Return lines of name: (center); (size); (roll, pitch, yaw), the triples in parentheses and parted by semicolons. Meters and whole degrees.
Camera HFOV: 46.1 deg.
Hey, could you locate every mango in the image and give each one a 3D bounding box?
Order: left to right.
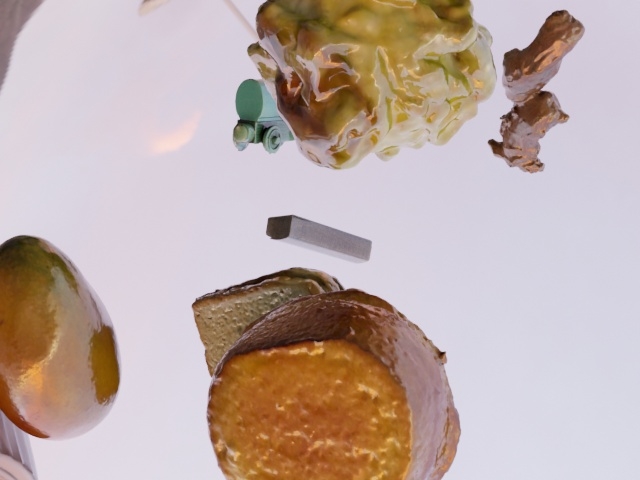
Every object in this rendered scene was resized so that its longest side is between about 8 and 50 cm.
mango: (-0.258, 0.099, 0.713); (0.120, 0.221, 0.151); (-12, -130, -12)

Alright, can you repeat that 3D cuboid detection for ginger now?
ginger: (0.346, -0.232, 1.217); (0.122, 0.290, 0.084); (32, -128, 27)

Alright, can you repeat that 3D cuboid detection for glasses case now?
glasses case: (0.000, 0.000, 1.380); (0.071, 0.205, 0.047); (-4, -105, 47)

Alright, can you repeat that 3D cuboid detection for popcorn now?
popcorn: (0.075, -0.254, 1.010); (0.312, 0.312, 0.312); (-26, -141, 23)

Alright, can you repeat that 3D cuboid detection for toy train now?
toy train: (-0.086, -0.254, 1.497); (0.101, 0.248, 0.159); (14, -75, 28)

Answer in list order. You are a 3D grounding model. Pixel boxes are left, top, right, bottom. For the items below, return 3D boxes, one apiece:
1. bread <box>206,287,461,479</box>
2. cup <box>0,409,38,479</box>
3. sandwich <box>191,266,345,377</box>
bread: (0.007, 0.214, 0.913); (0.312, 0.312, 0.172); (-24, 179, 24)
cup: (-0.412, 0.194, 0.825); (0.288, 0.208, 0.273); (-45, -139, 0)
sandwich: (-0.059, 0.190, 1.129); (0.254, 0.288, 0.100); (-12, -179, 28)
